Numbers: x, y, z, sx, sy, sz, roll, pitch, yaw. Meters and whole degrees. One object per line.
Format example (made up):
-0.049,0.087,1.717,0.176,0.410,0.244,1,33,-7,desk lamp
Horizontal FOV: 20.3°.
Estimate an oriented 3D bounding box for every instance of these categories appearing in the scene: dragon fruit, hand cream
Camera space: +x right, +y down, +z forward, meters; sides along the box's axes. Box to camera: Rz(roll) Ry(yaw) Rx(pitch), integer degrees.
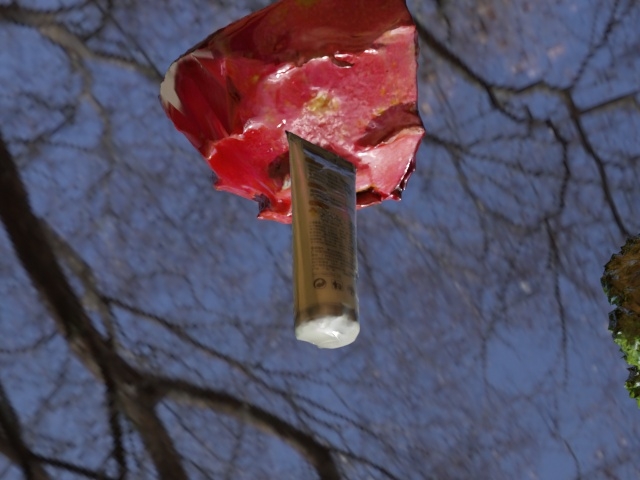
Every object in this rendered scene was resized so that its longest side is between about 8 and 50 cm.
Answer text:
-0.033,-0.098,1.390,0.261,0.189,0.163,-32,-131,58,dragon fruit
0.000,0.000,1.098,0.039,0.061,0.143,-35,-136,39,hand cream

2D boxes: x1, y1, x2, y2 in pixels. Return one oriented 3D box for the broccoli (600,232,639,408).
0.343,0.065,1.100,0.321,0.283,0.304,-18,-110,-21,broccoli
